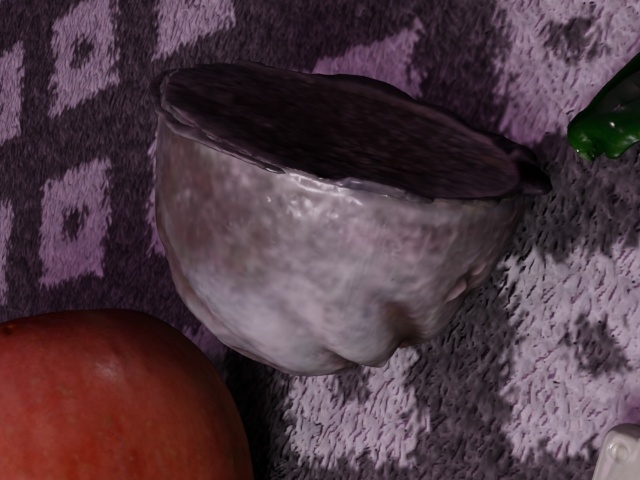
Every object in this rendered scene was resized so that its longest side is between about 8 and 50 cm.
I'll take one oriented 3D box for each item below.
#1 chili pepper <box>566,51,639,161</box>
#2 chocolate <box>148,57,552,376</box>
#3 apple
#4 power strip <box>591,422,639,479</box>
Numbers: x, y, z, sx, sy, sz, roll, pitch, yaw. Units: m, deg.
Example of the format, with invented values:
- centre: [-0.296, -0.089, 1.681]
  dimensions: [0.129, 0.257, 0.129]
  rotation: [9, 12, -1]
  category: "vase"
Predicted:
- centre: [0.266, -0.115, 0.675]
  dimensions: [0.216, 0.062, 0.108]
  rotation: [-35, 57, 37]
  category: "chili pepper"
- centre: [0.000, 0.000, 0.771]
  dimensions: [0.303, 0.303, 0.213]
  rotation: [38, 123, 44]
  category: "chocolate"
- centre: [-0.239, 0.238, 0.896]
  dimensions: [0.364, 0.364, 0.364]
  rotation: [-14, 70, 43]
  category: "apple"
- centre: [0.197, 0.278, 0.646]
  dimensions: [0.098, 0.058, 0.338]
  rotation: [19, 93, 45]
  category: "power strip"
